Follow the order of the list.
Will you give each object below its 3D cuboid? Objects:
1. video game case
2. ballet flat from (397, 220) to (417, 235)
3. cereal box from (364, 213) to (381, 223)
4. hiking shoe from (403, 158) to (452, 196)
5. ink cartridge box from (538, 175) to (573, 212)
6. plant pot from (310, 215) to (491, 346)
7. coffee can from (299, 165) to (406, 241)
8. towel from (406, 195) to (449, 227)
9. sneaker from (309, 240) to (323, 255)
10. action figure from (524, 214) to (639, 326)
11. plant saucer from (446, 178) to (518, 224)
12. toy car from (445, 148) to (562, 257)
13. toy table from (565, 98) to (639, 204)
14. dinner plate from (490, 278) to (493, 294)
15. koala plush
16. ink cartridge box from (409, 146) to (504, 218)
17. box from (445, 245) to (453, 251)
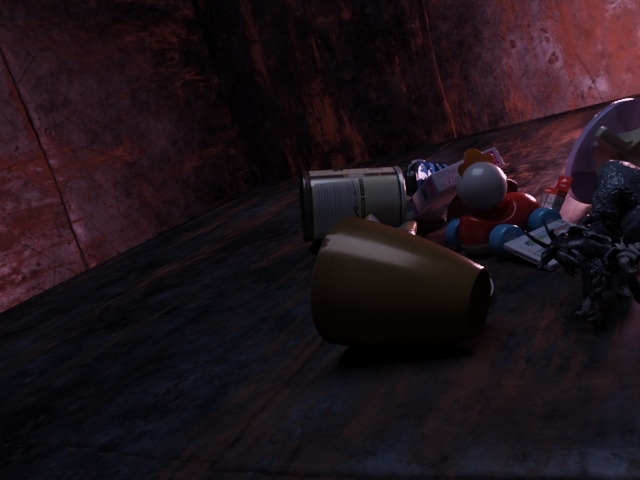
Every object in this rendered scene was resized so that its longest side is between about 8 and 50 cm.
[{"bbox_3d":[0.488,0.006,1.291,0.157,0.019,0.143,-22,24,-17],"label":"video game case"},{"bbox_3d":[0.205,0.011,1.648,0.206,0.073,0.067,-30,47,-33],"label":"ballet flat"},{"bbox_3d":[0.070,0.032,1.580,0.173,0.047,0.240,-46,4,22],"label":"cereal box"},{"bbox_3d":[0.352,-0.189,1.845,0.132,0.113,0.304,1,9,36],"label":"hiking shoe"},{"bbox_3d":[0.566,-0.105,1.516,0.029,0.115,0.063,19,7,-12],"label":"ink cartridge box"},{"bbox_3d":[0.152,0.085,1.077,0.255,0.237,0.237,7,24,31],"label":"plant pot"},{"bbox_3d":[0.085,-0.103,1.755,0.276,0.201,0.201,-3,12,-5],"label":"coffee can"},{"bbox_3d":[0.317,-0.092,1.958,0.324,0.056,0.312,-4,21,39],"label":"towel"},{"bbox_3d":[0.000,0.000,1.891,0.097,0.084,0.235,-24,14,-20],"label":"sneaker"},{"bbox_3d":[0.447,0.052,0.957,0.164,0.140,0.276,-28,31,-29],"label":"action figure"},{"bbox_3d":[0.409,-0.105,1.608,0.199,0.036,0.198,-16,-29,-9],"label":"plant saucer"},{"bbox_3d":[0.398,-0.104,1.440,0.210,0.237,0.219,-22,14,-16],"label":"toy car"},{"bbox_3d":[0.707,-0.198,1.451,0.252,0.274,0.161,19,12,-11],"label":"toy table"},{"bbox_3d":[0.261,0.102,1.197,0.141,0.017,0.141,-15,32,9],"label":"dinner plate"},{"bbox_3d":[0.590,-0.037,1.065,0.221,0.203,0.196,5,24,32],"label":"koala plush"},{"bbox_3d":[0.349,-0.144,1.672,0.186,0.065,0.311,-23,-11,-7],"label":"ink cartridge box"},{"bbox_3d":[0.205,0.053,1.412,0.162,0.029,0.116,-17,-3,-25],"label":"box"}]
